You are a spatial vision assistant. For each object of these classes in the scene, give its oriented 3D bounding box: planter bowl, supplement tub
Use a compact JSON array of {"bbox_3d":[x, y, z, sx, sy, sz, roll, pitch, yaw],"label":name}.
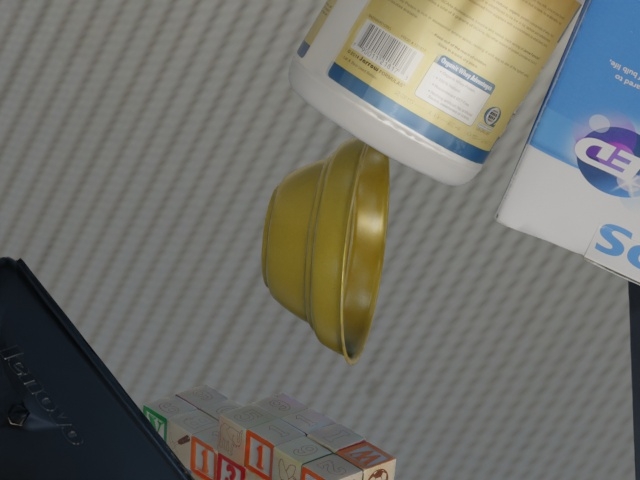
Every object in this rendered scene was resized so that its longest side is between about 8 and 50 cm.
[{"bbox_3d":[0.000,0.000,1.602,0.090,0.217,0.217,7,118,11],"label":"planter bowl"},{"bbox_3d":[0.085,-0.152,1.142,0.144,0.144,0.200,26,101,-30],"label":"supplement tub"}]

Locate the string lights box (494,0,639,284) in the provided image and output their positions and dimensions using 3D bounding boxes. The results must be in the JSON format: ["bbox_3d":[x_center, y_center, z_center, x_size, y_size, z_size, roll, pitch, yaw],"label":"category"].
[{"bbox_3d":[0.167,-0.090,0.611,0.133,0.077,0.260,25,133,6],"label":"string lights box"}]

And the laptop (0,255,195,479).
[{"bbox_3d":[-0.248,0.296,1.016,0.408,0.236,0.382,-36,93,16],"label":"laptop"}]

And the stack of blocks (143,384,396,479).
[{"bbox_3d":[-0.061,0.249,1.800,0.087,0.297,0.171,-15,118,-39],"label":"stack of blocks"}]

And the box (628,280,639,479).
[{"bbox_3d":[0.429,0.080,1.446,0.312,0.179,0.343,-9,101,-26],"label":"box"}]
